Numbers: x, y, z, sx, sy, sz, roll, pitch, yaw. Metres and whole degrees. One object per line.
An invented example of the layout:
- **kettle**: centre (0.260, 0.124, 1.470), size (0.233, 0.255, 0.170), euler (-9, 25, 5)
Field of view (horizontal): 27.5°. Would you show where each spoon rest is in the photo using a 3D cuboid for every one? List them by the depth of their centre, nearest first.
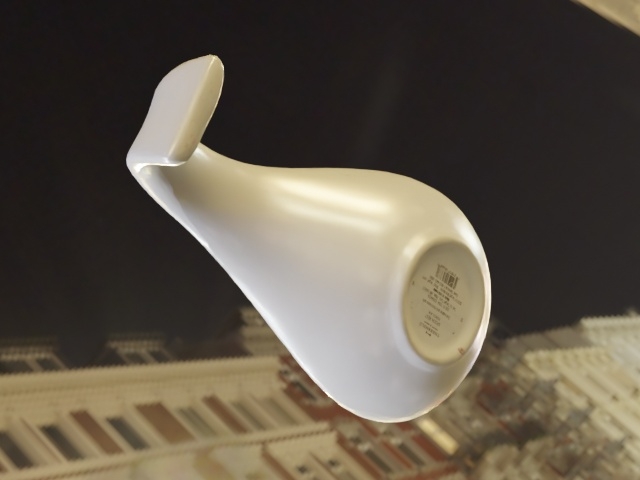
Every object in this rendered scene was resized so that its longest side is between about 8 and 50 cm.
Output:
- **spoon rest**: centre (0.000, 0.000, 0.688), size (0.276, 0.084, 0.137), euler (38, -113, -41)
